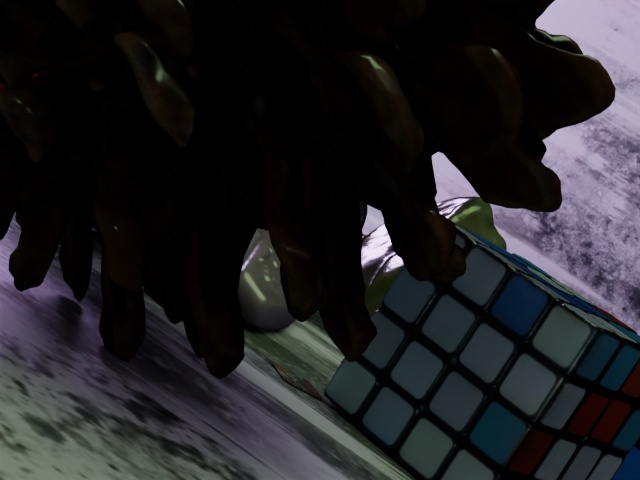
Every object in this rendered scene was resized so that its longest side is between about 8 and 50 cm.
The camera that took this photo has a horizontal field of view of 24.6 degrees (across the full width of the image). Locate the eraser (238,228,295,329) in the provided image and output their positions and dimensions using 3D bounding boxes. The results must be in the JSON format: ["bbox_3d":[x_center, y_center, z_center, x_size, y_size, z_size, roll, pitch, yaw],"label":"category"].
[{"bbox_3d":[-0.073,0.001,1.224,0.204,0.059,0.243,35,10,21],"label":"eraser"}]

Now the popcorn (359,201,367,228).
[{"bbox_3d":[-0.084,-0.148,1.482,0.237,0.293,0.293,9,-3,20],"label":"popcorn"}]

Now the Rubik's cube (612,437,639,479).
[{"bbox_3d":[0.410,0.230,1.424,0.163,0.160,0.162,28,8,-37],"label":"Rubik's cube"}]

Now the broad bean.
[{"bbox_3d":[0.091,0.016,1.471,0.206,0.072,0.153,-23,13,-33],"label":"broad bean"}]

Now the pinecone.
[{"bbox_3d":[-0.051,-0.107,0.806,0.398,0.398,0.398,32,5,-3],"label":"pinecone"}]

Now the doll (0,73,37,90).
[{"bbox_3d":[-0.280,-0.146,1.284,0.217,0.085,0.183,16,-7,33],"label":"doll"}]

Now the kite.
[{"bbox_3d":[-0.025,0.090,1.027,0.044,0.002,0.078,27,8,-47],"label":"kite"}]

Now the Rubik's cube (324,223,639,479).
[{"bbox_3d":[0.127,0.099,1.019,0.154,0.155,0.151,36,8,36],"label":"Rubik's cube"}]

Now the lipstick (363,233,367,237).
[{"bbox_3d":[0.000,0.000,1.693,0.186,0.063,0.057,26,7,-15],"label":"lipstick"}]

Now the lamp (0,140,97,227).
[{"bbox_3d":[-0.166,-0.071,1.082,0.253,0.118,0.118,38,8,37],"label":"lamp"}]
